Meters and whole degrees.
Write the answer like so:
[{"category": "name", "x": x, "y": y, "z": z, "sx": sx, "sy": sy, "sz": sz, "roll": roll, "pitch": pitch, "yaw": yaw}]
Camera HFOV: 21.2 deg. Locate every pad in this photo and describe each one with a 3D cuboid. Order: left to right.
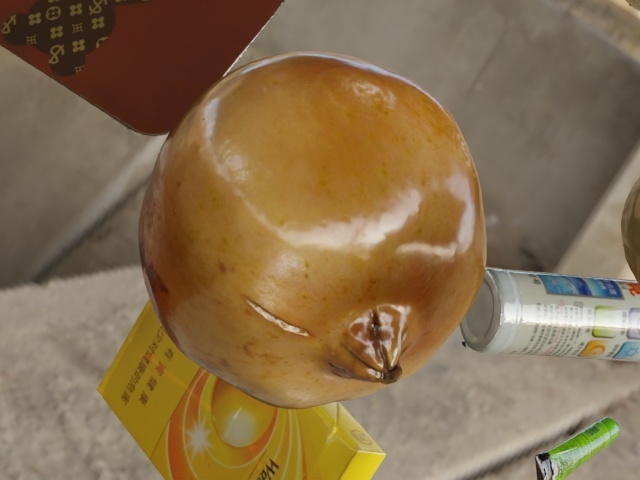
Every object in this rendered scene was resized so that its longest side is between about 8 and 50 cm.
[{"category": "pad", "x": -0.168, "y": -0.201, "z": 1.338, "sx": 0.267, "sy": 0.181, "sz": 0.004, "roll": 32, "pitch": -16, "yaw": 22}]

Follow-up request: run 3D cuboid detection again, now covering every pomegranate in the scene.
[{"category": "pomegranate", "x": -0.001, "y": -0.006, "z": 0.970, "sx": 0.209, "sy": 0.209, "sz": 0.209, "roll": 28, "pitch": 18, "yaw": -10}]

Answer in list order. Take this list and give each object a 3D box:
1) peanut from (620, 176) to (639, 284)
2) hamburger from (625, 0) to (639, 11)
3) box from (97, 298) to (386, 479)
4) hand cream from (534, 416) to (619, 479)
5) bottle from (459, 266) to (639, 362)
[{"category": "peanut", "x": 0.236, "y": 0.049, "z": 0.805, "sx": 0.149, "sy": 0.149, "sz": 0.313, "roll": 23, "pitch": 30, "yaw": -23}, {"category": "hamburger", "x": 0.306, "y": -0.279, "z": 1.590, "sx": 0.081, "sy": 0.127, "sz": 0.141, "roll": -3, "pitch": -14, "yaw": 13}, {"category": "box", "x": -0.072, "y": 0.143, "z": 1.352, "sx": 0.043, "sy": 0.152, "sz": 0.269, "roll": 12, "pitch": 24, "yaw": -45}, {"category": "hand cream", "x": 0.203, "y": 0.170, "z": 1.369, "sx": 0.023, "sy": 0.036, "sz": 0.122, "roll": 4, "pitch": 16, "yaw": 35}, {"category": "bottle", "x": 0.200, "y": 0.055, "z": 1.160, "sx": 0.217, "sy": 0.060, "sz": 0.060, "roll": 6, "pitch": 27, "yaw": -24}]
